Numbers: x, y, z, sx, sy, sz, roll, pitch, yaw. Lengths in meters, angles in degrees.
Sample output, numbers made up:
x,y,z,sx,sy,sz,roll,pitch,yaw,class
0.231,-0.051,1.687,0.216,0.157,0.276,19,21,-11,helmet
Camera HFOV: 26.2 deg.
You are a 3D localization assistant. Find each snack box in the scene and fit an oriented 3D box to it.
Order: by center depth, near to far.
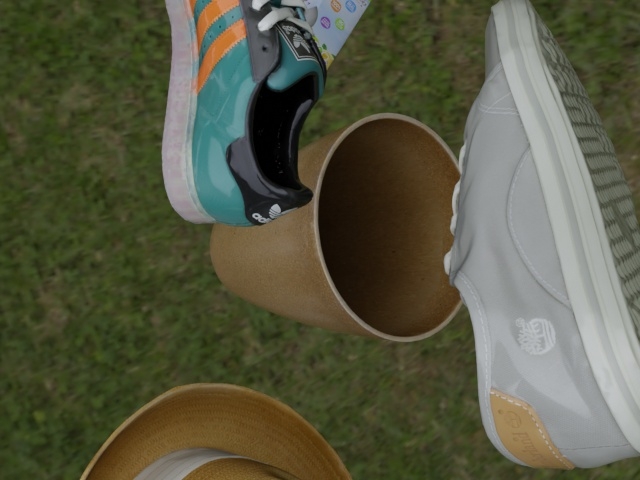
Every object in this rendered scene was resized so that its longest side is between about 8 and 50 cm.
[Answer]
x,y,z,sx,sy,sz,roll,pitch,yaw,class
-0.031,-0.290,1.953,0.070,0.207,0.174,44,150,-23,snack box

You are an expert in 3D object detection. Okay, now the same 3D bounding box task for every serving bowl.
x,y,z,sx,sy,sz,roll,pitch,yaw,class
-0.040,-0.255,1.640,0.083,0.083,0.027,-12,100,29,serving bowl

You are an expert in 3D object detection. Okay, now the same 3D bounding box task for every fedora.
x,y,z,sx,sy,sz,roll,pitch,yaw,class
-0.021,0.153,0.573,0.079,0.194,0.194,-13,94,48,fedora

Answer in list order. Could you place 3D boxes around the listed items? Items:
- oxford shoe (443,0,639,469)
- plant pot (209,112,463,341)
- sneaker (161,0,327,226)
x,y,z,sx,sy,sz,roll,pitch,yaw,class
0.147,-0.023,0.965,0.130,0.449,0.169,-28,127,22,oxford shoe
0.000,0.000,1.508,0.254,0.237,0.237,-10,96,47,plant pot
-0.048,-0.162,1.053,0.121,0.108,0.302,1,94,34,sneaker
